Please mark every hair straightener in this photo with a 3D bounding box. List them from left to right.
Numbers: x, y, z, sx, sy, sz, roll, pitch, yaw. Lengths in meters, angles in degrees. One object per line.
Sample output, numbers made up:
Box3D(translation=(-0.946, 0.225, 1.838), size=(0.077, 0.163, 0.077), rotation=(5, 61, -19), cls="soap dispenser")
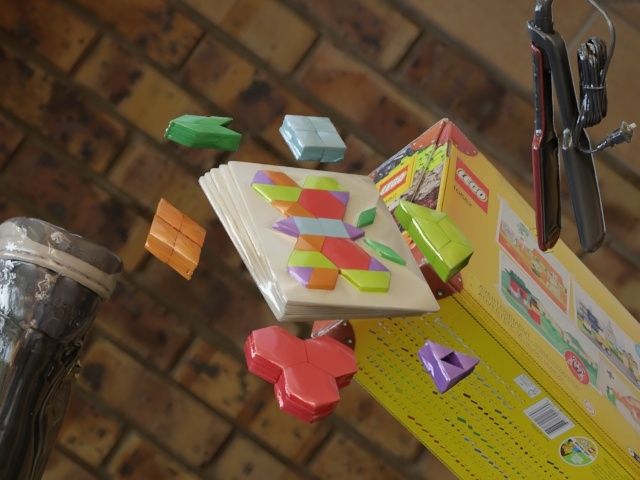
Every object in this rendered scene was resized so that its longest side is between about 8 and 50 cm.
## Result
Box3D(translation=(0.213, -0.100, 1.100), size=(0.089, 0.230, 0.047), rotation=(5, -164, 33), cls="hair straightener")

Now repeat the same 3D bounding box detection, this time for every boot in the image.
Box3D(translation=(-0.294, 0.155, 1.182), size=(0.138, 0.284, 0.377), rotation=(24, 157, -19), cls="boot")

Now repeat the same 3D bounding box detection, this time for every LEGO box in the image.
Box3D(translation=(0.247, 0.139, 1.824), size=(0.500, 0.193, 0.372), rotation=(45, -152, -16), cls="LEGO box")

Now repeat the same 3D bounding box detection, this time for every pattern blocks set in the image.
Box3D(translation=(0.000, 0.000, 1.080), size=(0.285, 0.026, 0.325), rotation=(-7, -135, -39), cls="pattern blocks set")
